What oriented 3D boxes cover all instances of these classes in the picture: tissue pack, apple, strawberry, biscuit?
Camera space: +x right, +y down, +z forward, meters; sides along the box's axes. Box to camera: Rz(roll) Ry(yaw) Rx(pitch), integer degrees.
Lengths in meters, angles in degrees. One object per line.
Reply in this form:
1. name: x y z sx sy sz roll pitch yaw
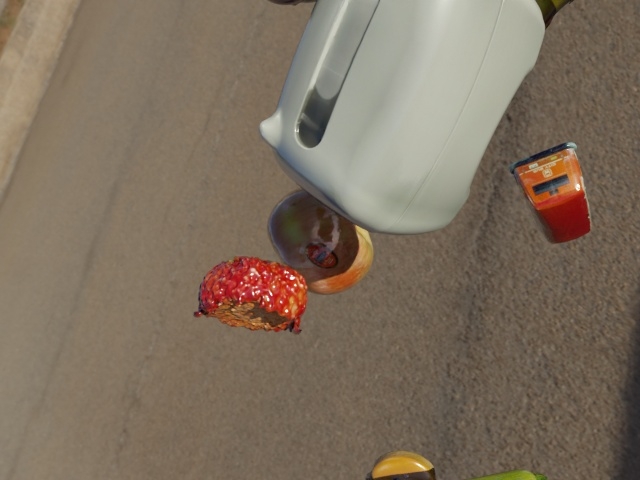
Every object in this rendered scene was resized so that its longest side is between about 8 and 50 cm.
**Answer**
1. tissue pack: 0.086 -0.182 0.801 0.229 0.235 0.333 40 114 44
2. apple: 0.000 0.000 1.213 0.164 0.209 0.210 -23 47 12
3. strawberry: -0.084 0.068 0.849 0.145 0.145 0.086 -5 70 49
4. biscuit: 0.167 0.522 1.413 0.170 0.170 0.050 -40 5 27

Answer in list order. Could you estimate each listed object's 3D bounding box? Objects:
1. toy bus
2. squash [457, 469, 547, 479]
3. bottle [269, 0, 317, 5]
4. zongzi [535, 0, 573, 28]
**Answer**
1. toy bus: 0.448 -0.078 1.277 0.121 0.265 0.120 -21 65 18
2. squash: 0.288 0.460 1.216 0.257 0.069 0.069 -11 49 0
3. bottle: -0.008 -0.374 0.874 0.120 0.120 0.253 -30 17 37
4. zongzi: 0.328 -0.470 1.070 0.289 0.154 0.317 -40 30 5
